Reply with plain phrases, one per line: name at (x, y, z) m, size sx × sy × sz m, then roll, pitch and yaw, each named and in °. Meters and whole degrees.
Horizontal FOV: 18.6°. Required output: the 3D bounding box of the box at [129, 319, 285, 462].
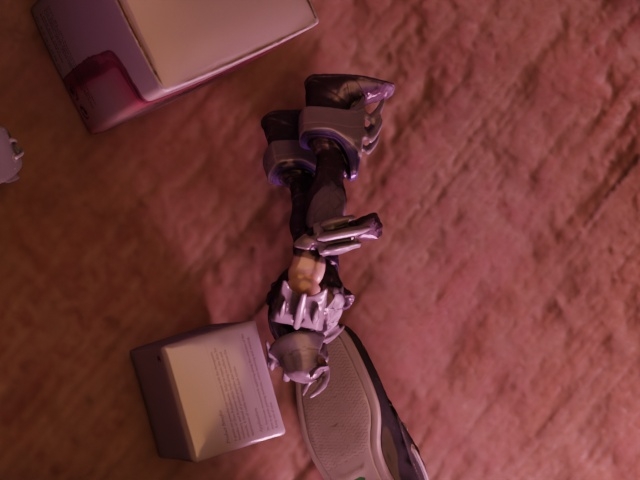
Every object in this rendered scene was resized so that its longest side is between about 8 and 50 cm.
box at (-0.096, 0.127, 1.647) m, size 0.087 × 0.102 × 0.101 m, roll -16°, pitch 92°, yaw -23°

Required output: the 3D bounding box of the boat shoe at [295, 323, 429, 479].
boat shoe at (0.044, 0.182, 1.721) m, size 0.079 × 0.084 × 0.233 m, roll -14°, pitch 83°, yaw -59°

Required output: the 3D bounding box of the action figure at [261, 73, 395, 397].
action figure at (0.000, 0.000, 1.634) m, size 0.099 × 0.185 × 0.285 m, roll 11°, pitch 60°, yaw -13°

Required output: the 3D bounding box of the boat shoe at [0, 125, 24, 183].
boat shoe at (-0.289, -0.058, 1.608) m, size 0.081 × 0.079 × 0.227 m, roll 9°, pitch 88°, yaw -27°

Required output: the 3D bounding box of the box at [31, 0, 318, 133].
box at (-0.123, -0.184, 1.591) m, size 0.148 × 0.232 × 0.127 m, roll -26°, pitch 94°, yaw -20°
